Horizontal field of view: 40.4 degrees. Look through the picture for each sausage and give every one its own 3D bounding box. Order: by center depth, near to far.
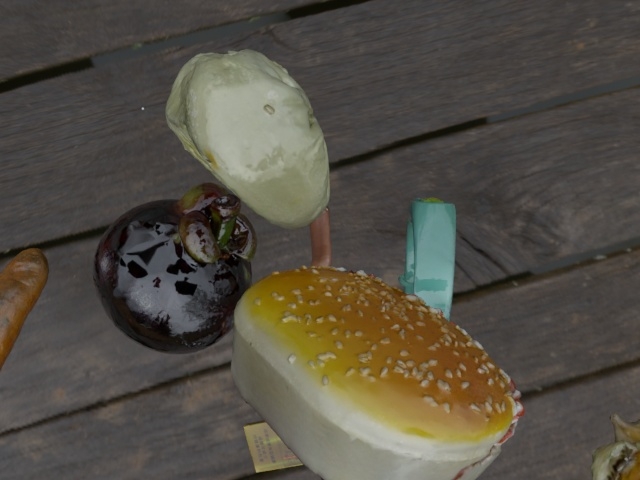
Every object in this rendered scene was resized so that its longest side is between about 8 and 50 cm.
[{"bbox_3d":[-0.001,0.000,1.597,0.040,0.177,0.047,-13,139,13],"label":"sausage"}]

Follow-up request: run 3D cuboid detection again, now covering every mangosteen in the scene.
[{"bbox_3d":[-0.189,0.031,1.213,0.228,0.228,0.265,37,119,-14],"label":"mangosteen"}]

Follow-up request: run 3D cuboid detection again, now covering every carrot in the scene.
[{"bbox_3d":[-0.257,0.087,0.647,0.061,0.061,0.210,30,54,-14],"label":"carrot"}]

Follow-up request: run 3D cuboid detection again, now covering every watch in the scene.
[{"bbox_3d":[0.150,0.037,1.208,0.068,0.237,0.195,2,95,1],"label":"watch"}]

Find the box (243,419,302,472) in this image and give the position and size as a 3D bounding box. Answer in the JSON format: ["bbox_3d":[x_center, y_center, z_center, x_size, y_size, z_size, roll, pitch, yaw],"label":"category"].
[{"bbox_3d":[-0.049,0.341,1.486,0.156,0.022,0.089,-16,94,18],"label":"box"}]

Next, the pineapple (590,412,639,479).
[{"bbox_3d":[0.229,0.159,0.384,0.114,0.236,0.186,-47,126,-22],"label":"pineapple"}]

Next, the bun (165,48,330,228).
[{"bbox_3d":[-0.070,-0.120,0.957,0.229,0.229,0.145,40,86,-14],"label":"bun"}]

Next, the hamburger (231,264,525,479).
[{"bbox_3d":[0.043,0.122,0.823,0.227,0.295,0.151,7,115,-45],"label":"hamburger"}]
